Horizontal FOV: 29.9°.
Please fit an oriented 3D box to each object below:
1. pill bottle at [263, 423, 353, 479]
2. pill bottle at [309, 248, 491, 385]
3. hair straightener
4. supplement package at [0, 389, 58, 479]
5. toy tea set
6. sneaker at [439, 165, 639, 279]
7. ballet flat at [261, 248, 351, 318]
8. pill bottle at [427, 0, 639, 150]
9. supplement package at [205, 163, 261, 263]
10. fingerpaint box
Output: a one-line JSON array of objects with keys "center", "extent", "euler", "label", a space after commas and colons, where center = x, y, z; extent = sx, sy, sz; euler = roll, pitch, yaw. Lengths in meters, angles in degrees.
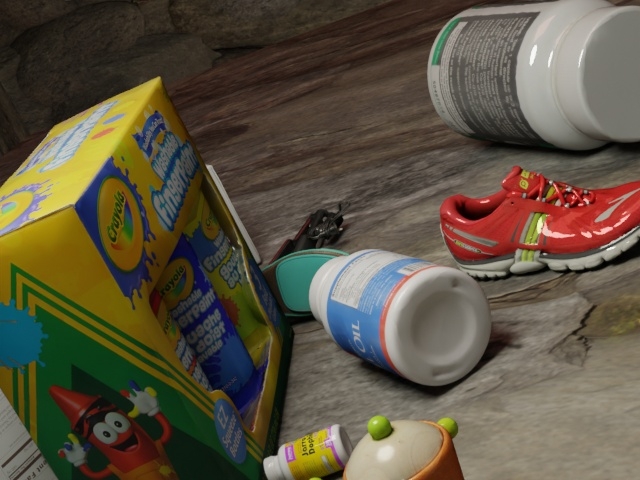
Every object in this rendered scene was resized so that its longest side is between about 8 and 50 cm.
[{"center": [-0.012, 0.212, 1.167], "extent": [0.083, 0.043, 0.043], "euler": [-23, 19, 11], "label": "pill bottle"}, {"center": [0.075, 0.075, 1.292], "extent": [0.124, 0.124, 0.221], "euler": [-33, 19, -18], "label": "pill bottle"}, {"center": [0.000, 0.000, 1.736], "extent": [0.089, 0.047, 0.230], "euler": [-16, 17, 28], "label": "hair straightener"}, {"center": [-0.343, 0.232, 1.246], "extent": [0.139, 0.244, 0.134], "euler": [-10, 26, 39], "label": "supplement package"}, {"center": [0.008, 0.250, 0.911], "extent": [0.200, 0.124, 0.336], "euler": [-20, 20, 19], "label": "toy tea set"}, {"center": [0.252, -0.032, 1.344], "extent": [0.279, 0.118, 0.107], "euler": [-14, 23, 34], "label": "sneaker"}, {"center": [-0.044, 0.064, 1.557], "extent": [0.247, 0.083, 0.087], "euler": [-18, -4, 23], "label": "ballet flat"}, {"center": [0.316, -0.229, 1.650], "extent": [0.204, 0.204, 0.361], "euler": [-33, 19, -16], "label": "pill bottle"}, {"center": [-0.274, 0.022, 1.823], "extent": [0.293, 0.175, 0.177], "euler": [-32, 18, -16], "label": "supplement package"}, {"center": [-0.184, 0.068, 1.277], "extent": [0.163, 0.371, 0.445], "euler": [-23, 18, 11], "label": "fingerpaint box"}]
